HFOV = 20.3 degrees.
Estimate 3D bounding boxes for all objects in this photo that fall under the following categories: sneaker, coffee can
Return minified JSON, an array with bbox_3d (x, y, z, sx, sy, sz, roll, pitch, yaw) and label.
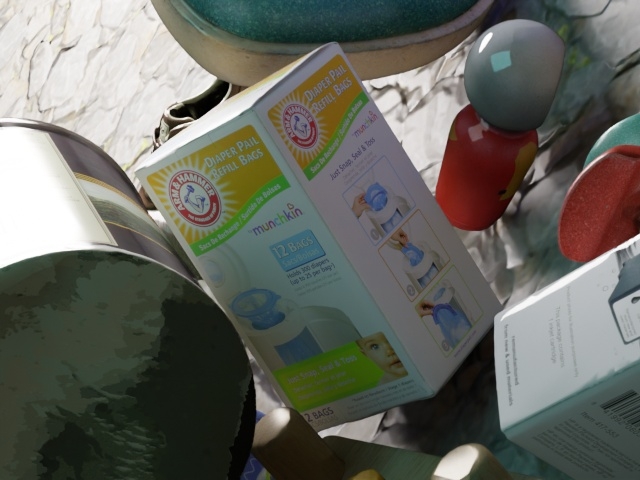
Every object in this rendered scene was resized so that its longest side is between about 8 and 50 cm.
[{"bbox_3d":[-0.110,-0.074,1.418,0.188,0.071,0.066,-50,36,12],"label":"sneaker"},{"bbox_3d":[-0.170,0.058,1.062,0.201,0.201,0.275,-56,25,6],"label":"coffee can"}]

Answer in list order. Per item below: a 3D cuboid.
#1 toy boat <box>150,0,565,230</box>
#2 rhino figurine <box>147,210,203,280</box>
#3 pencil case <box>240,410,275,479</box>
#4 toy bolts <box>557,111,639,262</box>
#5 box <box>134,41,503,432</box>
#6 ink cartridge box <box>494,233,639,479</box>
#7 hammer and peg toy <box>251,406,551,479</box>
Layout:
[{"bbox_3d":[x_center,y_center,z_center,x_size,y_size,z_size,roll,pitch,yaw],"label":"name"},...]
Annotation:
[{"bbox_3d":[0.046,-0.157,1.169,0.318,0.267,0.148,52,144,31],"label":"toy boat"},{"bbox_3d":[-0.062,-0.025,1.300,0.243,0.106,0.073,-32,10,36],"label":"rhino figurine"},{"bbox_3d":[-0.110,0.247,1.136,0.133,0.119,0.306,5,67,36],"label":"pencil case"},{"bbox_3d":[0.238,-0.076,0.949,0.228,0.218,0.158,-61,0,24],"label":"toy bolts"},{"bbox_3d":[0.000,0.000,1.092,0.114,0.203,0.103,-23,14,40],"label":"box"},{"bbox_3d":[0.201,0.055,0.870,0.191,0.140,0.082,-34,40,32],"label":"ink cartridge box"},{"bbox_3d":[-0.038,0.253,0.936,0.361,0.127,0.266,-49,25,-21],"label":"hammer and peg toy"}]
